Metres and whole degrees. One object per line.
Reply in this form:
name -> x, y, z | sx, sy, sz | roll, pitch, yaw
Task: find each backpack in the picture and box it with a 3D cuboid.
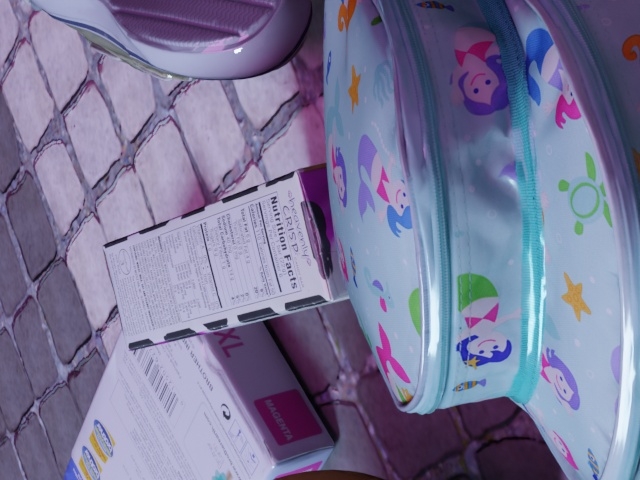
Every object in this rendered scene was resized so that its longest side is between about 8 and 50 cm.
backpack -> 0.104, -0.025, 0.671 | 0.253, 0.191, 0.225 | -122, 24, -53

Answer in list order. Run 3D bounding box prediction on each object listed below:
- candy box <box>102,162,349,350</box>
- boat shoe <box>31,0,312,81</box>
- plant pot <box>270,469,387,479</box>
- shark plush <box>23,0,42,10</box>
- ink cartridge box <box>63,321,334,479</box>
candy box -> 0.000, 0.000, 0.931 | 0.233, 0.159, 0.071 | -16, 88, 56
boat shoe -> -0.090, -0.155, 1.086 | 0.109, 0.094, 0.302 | -54, 38, -8
plant pot -> 0.022, 0.256, 0.905 | 0.203, 0.291, 0.291 | -132, 41, -61
shark plush -> -0.200, -0.251, 1.274 | 0.067, 0.073, 0.161 | 49, 120, 7
ink cartridge box -> -0.103, 0.168, 1.233 | 0.186, 0.065, 0.311 | 58, 140, 27
